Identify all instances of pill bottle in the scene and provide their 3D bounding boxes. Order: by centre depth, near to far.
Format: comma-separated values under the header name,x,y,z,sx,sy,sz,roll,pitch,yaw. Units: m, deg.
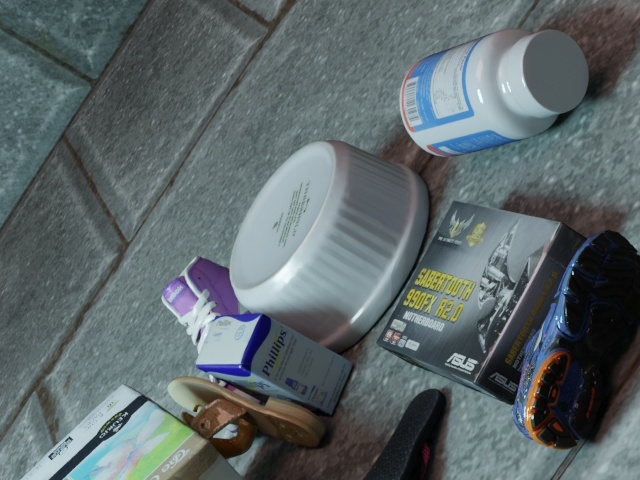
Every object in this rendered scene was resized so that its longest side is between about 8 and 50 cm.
name,x,y,z,sx,sy,sz,roll,pitch,yaw
pill bottle,0.195,-0.168,1.862,0.221,0.124,0.124,-10,53,59

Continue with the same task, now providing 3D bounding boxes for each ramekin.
name,x,y,z,sx,sy,sz,roll,pitch,yaw
ramekin,0.000,0.000,2.040,0.273,0.127,0.273,-45,27,30

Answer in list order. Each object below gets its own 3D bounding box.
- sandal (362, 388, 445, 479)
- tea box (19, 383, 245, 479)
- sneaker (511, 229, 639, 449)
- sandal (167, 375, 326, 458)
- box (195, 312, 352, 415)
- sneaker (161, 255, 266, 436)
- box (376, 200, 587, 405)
name,x,y,z,sx,sy,sz,roll,pitch,yaw
sandal,0.088,0.230,1.712,0.067,0.040,0.179,-16,32,50
tea box,-0.222,0.366,1.820,0.329,0.220,0.323,-44,21,-13
sneaker,0.230,0.088,1.546,0.221,0.083,0.087,-62,15,-17
sandal,-0.108,0.222,1.955,0.240,0.088,0.079,7,55,38
box,-0.056,0.146,1.960,0.126,0.137,0.072,-8,55,61
sneaker,-0.137,0.128,2.118,0.102,0.161,0.282,-47,27,22
box,0.167,0.059,1.728,0.183,0.056,0.231,-61,24,-5
